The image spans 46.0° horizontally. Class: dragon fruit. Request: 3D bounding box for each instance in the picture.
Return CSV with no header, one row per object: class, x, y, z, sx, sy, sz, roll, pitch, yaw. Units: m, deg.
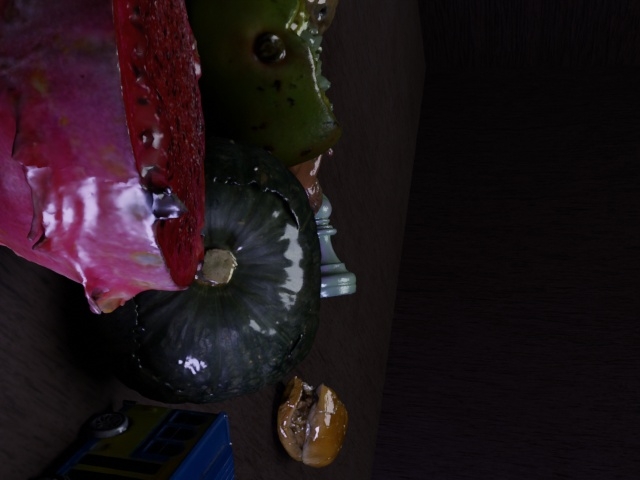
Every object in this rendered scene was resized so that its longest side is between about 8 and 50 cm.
dragon fruit,-0.224,-0.124,0.661,0.371,0.248,0.387,-93,180,-54

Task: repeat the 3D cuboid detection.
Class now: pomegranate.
pomegranate,-0.122,-0.243,1.087,0.310,0.216,0.358,67,-13,-12

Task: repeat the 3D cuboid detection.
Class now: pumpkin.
pumpkin,-0.140,0.037,0.939,0.257,0.291,0.328,-179,-101,-77

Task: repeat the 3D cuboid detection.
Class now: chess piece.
chess piece,0.000,0.000,1.774,0.139,0.139,0.272,5,76,-75

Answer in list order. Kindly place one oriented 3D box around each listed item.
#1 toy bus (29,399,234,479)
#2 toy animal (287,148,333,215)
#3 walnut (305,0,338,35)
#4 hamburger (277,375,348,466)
toy bus,-0.222,0.311,0.856,0.288,0.175,0.138,-48,139,-67
toy animal,-0.045,-0.156,1.601,0.312,0.097,0.158,57,45,-63
walnut,-0.067,-0.426,1.274,0.245,0.198,0.198,40,54,-62
hamburger,-0.013,0.435,1.718,0.283,0.143,0.157,76,23,-53
